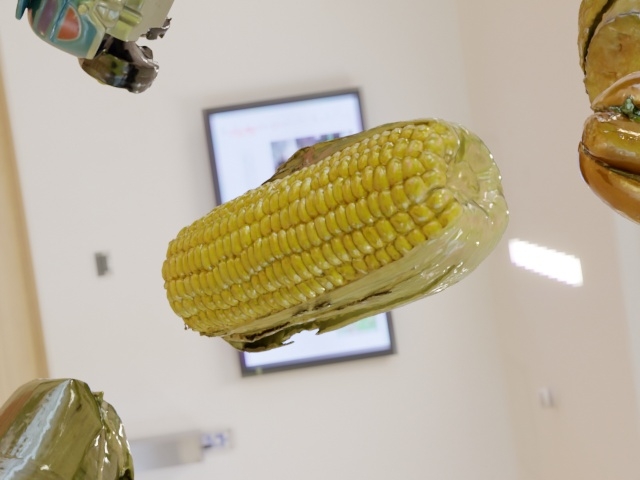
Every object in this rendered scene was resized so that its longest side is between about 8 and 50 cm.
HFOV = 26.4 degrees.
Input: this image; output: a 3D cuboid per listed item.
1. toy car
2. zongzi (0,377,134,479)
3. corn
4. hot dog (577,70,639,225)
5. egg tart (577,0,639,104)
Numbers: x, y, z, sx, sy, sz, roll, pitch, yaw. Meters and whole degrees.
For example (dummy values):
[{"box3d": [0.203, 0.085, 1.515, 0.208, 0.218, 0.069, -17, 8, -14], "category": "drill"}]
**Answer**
[{"box3d": [-0.177, -0.267, 1.173, 0.198, 0.166, 0.314, -60, -167, 22], "category": "toy car"}, {"box3d": [-0.141, 0.198, 0.765, 0.204, 0.094, 0.205, 61, 32, -26], "category": "zongzi"}, {"box3d": [0.003, 0.001, 1.032, 0.123, 0.305, 0.122, 54, 44, -19], "category": "corn"}, {"box3d": [0.273, -0.031, 0.811, 0.068, 0.249, 0.100, -76, -178, -82], "category": "hot dog"}, {"box3d": [0.373, -0.179, 1.435, 0.294, 0.123, 0.294, 35, -42, 39], "category": "egg tart"}]
